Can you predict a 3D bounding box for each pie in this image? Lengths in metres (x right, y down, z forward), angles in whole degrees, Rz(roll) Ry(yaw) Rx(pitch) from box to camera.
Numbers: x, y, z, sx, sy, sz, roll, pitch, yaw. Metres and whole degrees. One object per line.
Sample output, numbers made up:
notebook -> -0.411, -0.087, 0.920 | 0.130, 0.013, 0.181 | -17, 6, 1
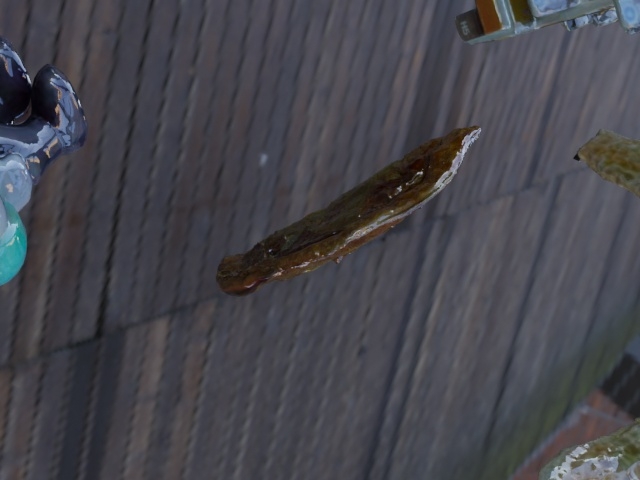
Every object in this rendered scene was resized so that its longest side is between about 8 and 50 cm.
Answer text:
pie -> 0.000, 0.000, 0.701 | 0.033, 0.191, 0.088 | 58, 36, -6

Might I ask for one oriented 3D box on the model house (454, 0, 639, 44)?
model house -> 0.209, -0.266, 0.984 | 0.198, 0.215, 0.224 | -19, 96, -27

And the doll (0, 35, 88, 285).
doll -> -0.221, 0.001, 0.515 | 0.153, 0.195, 0.258 | 78, 21, -50

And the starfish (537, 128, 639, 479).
starfish -> 0.348, 0.033, 0.994 | 0.082, 0.432, 0.324 | 80, 0, -69
